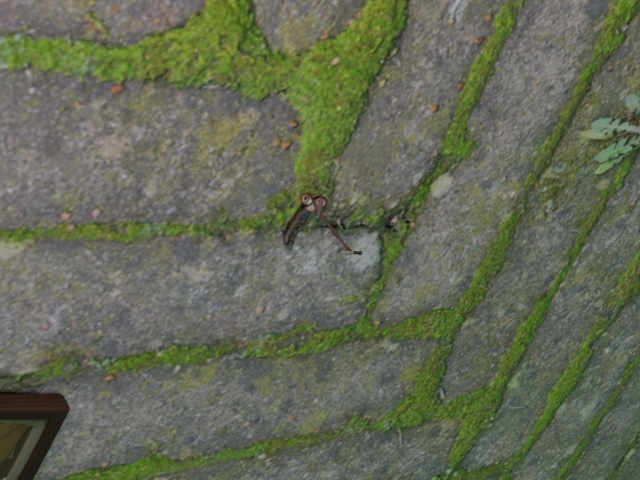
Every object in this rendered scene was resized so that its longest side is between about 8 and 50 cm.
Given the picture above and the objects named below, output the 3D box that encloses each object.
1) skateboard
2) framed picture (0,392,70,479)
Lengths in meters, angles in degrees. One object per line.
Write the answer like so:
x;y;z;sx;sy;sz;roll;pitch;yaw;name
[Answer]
0.000;0.000;1.072;0.032;0.083;0.064;12;119;-47;skateboard
-0.336;0.198;1.022;0.168;0.023;0.128;8;120;-44;framed picture
